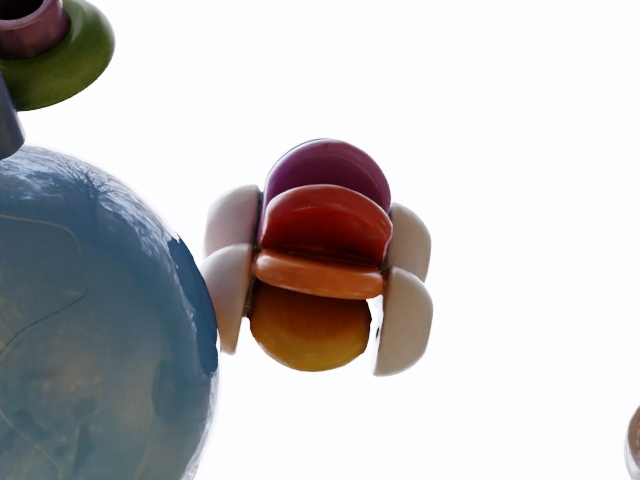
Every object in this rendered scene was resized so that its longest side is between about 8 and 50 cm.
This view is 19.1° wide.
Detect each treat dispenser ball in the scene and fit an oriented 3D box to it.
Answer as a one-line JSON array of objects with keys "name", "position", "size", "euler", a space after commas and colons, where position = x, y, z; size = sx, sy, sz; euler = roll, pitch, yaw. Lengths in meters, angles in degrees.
[{"name": "treat dispenser ball", "position": [-0.204, 0.080, 1.169], "size": [0.288, 0.288, 0.288], "euler": [-4, -79, -22]}]

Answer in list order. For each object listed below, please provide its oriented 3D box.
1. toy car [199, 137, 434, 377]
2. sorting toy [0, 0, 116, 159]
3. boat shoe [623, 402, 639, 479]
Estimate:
[{"name": "toy car", "position": [0.000, 0.000, 1.280], "size": [0.159, 0.182, 0.136], "euler": [8, -57, -2]}, {"name": "sorting toy", "position": [-0.112, -0.056, 0.578], "size": [0.102, 0.061, 0.042], "euler": [-29, -44, -14]}, {"name": "boat shoe", "position": [0.147, 0.048, 0.541], "size": [0.063, 0.184, 0.066], "euler": [22, -107, -33]}]
